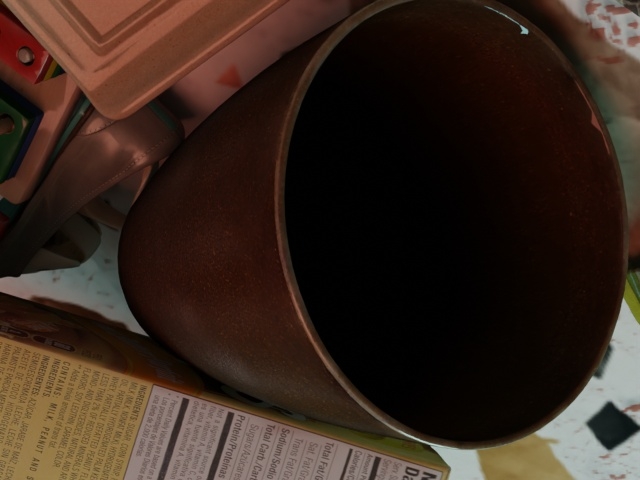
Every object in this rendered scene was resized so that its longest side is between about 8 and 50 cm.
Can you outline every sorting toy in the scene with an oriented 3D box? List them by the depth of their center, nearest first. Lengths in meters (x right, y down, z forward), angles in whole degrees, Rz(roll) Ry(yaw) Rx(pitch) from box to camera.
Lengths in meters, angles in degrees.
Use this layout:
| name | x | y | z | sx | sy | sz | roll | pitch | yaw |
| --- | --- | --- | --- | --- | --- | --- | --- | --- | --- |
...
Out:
| name | x | y | z | sx | sy | sz | roll | pitch | yaw |
| --- | --- | --- | --- | --- | --- | --- | --- | --- | --- |
| sorting toy | -0.094 | -0.188 | 0.857 | 0.193 | 0.038 | 0.208 | -34 | 107 | 18 |
| sorting toy | -0.198 | -0.097 | 0.973 | 0.132 | 0.046 | 0.274 | 38 | 120 | 11 |

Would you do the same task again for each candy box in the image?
| name | x | y | z | sx | sy | sz | roll | pitch | yaw |
| --- | --- | --- | --- | --- | --- | --- | --- | --- | --- |
| candy box | -0.100 | 0.105 | 1.009 | 0.316 | 0.183 | 0.087 | 17 | 92 | -7 |

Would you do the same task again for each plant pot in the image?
| name | x | y | z | sx | sy | sz | roll | pitch | yaw |
| --- | --- | --- | --- | --- | --- | --- | --- | --- | --- |
| plant pot | 0.000 | 0.000 | 0.918 | 0.215 | 0.215 | 0.230 | 50 | 149 | -21 |

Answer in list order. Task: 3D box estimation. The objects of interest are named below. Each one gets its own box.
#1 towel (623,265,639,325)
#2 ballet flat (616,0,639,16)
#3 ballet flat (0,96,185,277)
| name | x | y | z | sx | sy | sz | roll | pitch | yaw |
| --- | --- | --- | --- | --- | --- | --- | --- | --- | --- |
| towel | 0.232 | 0.057 | 0.870 | 0.102 | 0.021 | 0.237 | 54 | 162 | -14 |
| ballet flat | 0.126 | -0.146 | 0.694 | 0.483 | 0.164 | 0.182 | 40 | 169 | 19 |
| ballet flat | -0.149 | -0.018 | 1.051 | 0.068 | 0.072 | 0.213 | 38 | 135 | -11 |
